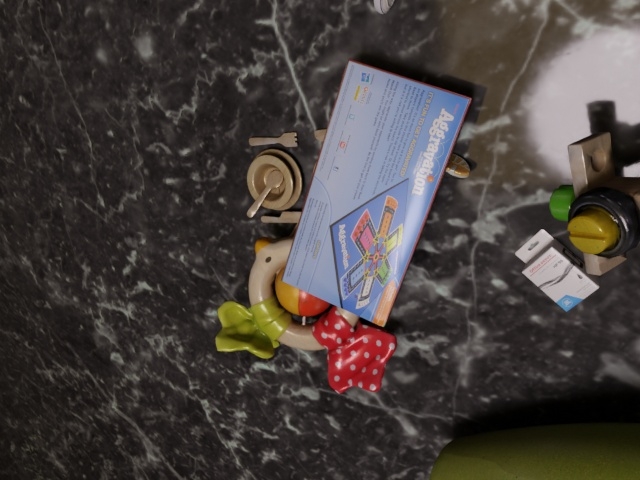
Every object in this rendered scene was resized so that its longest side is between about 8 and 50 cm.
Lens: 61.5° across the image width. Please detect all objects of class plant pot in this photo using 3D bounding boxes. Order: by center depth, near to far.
[{"bbox_3d":[0.280,0.328,0.616,0.293,0.275,0.275,-6,109,50],"label":"plant pot"}]

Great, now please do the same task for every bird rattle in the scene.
[{"bbox_3d":[-0.018,0.098,0.740,0.253,0.143,0.207,12,112,24],"label":"bird rattle"}]

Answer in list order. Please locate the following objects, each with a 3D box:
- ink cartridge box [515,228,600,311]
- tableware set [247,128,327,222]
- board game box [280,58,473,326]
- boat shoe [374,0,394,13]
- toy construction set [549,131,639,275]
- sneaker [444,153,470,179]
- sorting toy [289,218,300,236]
[{"bbox_3d":[0.265,0.033,0.608,0.083,0.028,0.048,42,126,8],"label":"ink cartridge box"},{"bbox_3d":[-0.022,-0.078,0.711,0.194,0.039,0.128,1,107,30],"label":"tableware set"},{"bbox_3d":[0.057,-0.051,0.632,0.145,0.027,0.281,23,109,16],"label":"board game box"},{"bbox_3d":[0.085,-0.289,0.565,0.035,0.035,0.100,26,116,21],"label":"boat shoe"},{"bbox_3d":[0.352,-0.020,0.454,0.309,0.257,0.237,47,157,-24],"label":"toy construction set"},{"bbox_3d":[0.135,-0.085,0.634,0.083,0.032,0.037,23,138,23],"label":"sneaker"},{"bbox_3d":[0.000,0.000,0.758,0.083,0.012,0.062,42,122,11],"label":"sorting toy"}]
